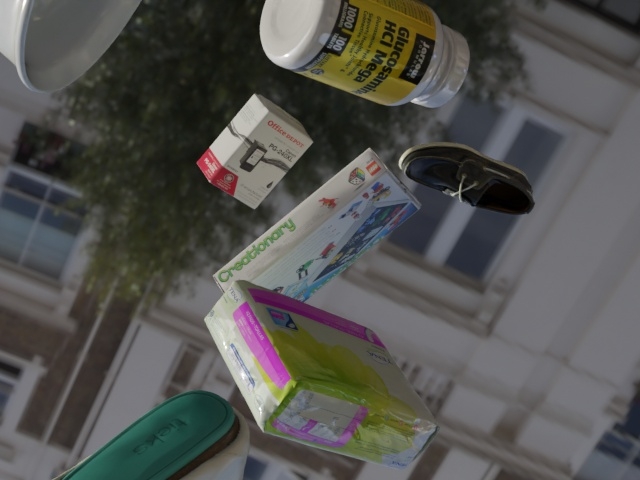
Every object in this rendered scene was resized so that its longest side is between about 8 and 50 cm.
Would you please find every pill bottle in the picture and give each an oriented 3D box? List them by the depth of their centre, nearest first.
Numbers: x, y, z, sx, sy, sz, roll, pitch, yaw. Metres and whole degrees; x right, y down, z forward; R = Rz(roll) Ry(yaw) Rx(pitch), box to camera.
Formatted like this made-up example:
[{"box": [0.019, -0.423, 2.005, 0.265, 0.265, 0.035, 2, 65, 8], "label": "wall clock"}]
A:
[{"box": [0.082, -0.334, 2.276, 0.334, 0.188, 0.188, 15, -152, -36], "label": "pill bottle"}]

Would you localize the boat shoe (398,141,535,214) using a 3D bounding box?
[{"box": [0.239, -0.097, 2.204, 0.233, 0.084, 0.079, 15, -144, -18], "label": "boat shoe"}]

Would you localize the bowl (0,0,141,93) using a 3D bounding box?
[{"box": [-0.275, -0.311, 1.416, 0.134, 0.298, 0.298, 30, -154, 7], "label": "bowl"}]

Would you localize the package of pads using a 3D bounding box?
[{"box": [0.007, 0.190, 1.880, 0.296, 0.101, 0.229, 22, -157, -41], "label": "package of pads"}]

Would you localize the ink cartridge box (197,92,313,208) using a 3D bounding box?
[{"box": [-0.103, -0.141, 2.165, 0.109, 0.150, 0.063, 31, -165, -40], "label": "ink cartridge box"}]

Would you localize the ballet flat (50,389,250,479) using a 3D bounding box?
[{"box": [-0.220, 0.265, 1.120, 0.400, 0.139, 0.139, -26, -126, -29], "label": "ballet flat"}]

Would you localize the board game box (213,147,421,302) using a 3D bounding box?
[{"box": [0.000, 0.000, 2.085, 0.053, 0.305, 0.193, 53, -174, 24], "label": "board game box"}]
